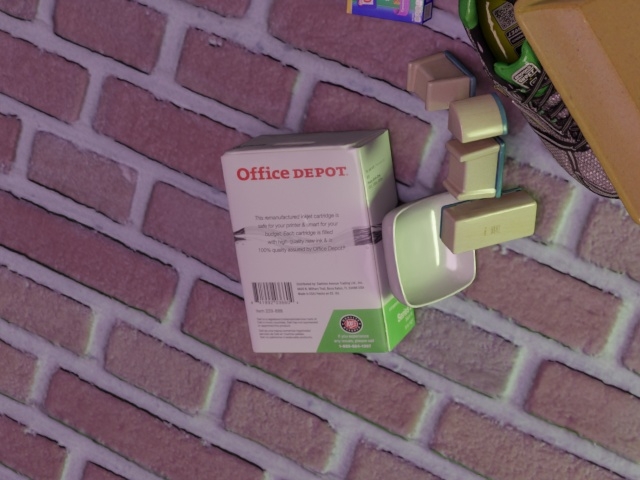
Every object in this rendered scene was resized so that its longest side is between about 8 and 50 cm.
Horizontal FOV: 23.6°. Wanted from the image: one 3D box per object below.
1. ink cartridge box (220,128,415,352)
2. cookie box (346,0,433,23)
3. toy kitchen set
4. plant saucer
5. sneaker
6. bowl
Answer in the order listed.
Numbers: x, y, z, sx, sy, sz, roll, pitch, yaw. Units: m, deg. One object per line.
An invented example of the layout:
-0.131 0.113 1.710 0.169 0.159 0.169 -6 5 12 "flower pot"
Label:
0.000 0.000 2.092 0.211 0.121 0.289 -1 106 25 "ink cartridge box"
0.092 -0.335 1.989 0.107 0.040 0.092 12 112 21 "cookie box"
0.194 -0.121 1.990 0.166 0.122 0.207 -128 31 -49 "toy kitchen set"
0.424 -0.185 1.723 0.332 0.081 0.333 -14 114 53 "plant saucer"
0.278 -0.186 1.894 0.134 0.146 0.343 -39 89 29 "sneaker"
0.136 0.009 2.034 0.053 0.142 0.142 7 111 49 "bowl"
